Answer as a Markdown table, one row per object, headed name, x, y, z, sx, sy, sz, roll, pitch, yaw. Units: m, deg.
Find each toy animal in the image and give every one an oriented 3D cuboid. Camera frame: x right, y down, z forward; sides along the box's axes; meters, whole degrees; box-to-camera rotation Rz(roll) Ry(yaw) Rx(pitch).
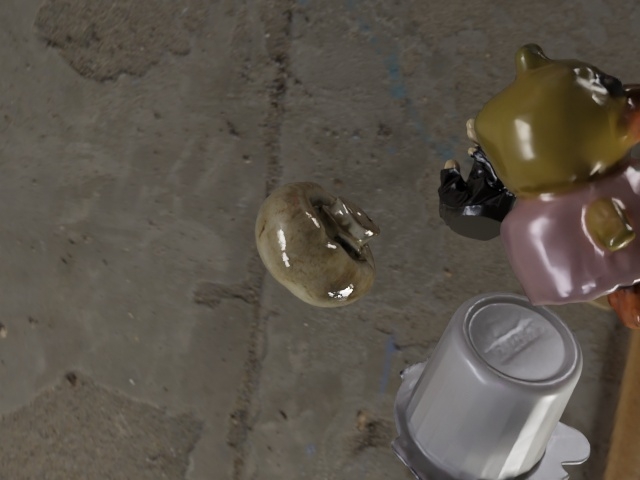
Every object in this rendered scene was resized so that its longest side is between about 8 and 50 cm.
| name | x | y | z | sx | sy | sz | roll | pitch | yaw |
| --- | --- | --- | --- | --- | --- | --- | --- | --- | --- |
| toy animal | 0.247 | -0.055 | 0.926 | 0.169 | 0.195 | 0.281 | -13 | 98 | 8 |

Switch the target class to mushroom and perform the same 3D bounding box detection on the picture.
| name | x | y | z | sx | sy | sz | roll | pitch | yaw |
| --- | --- | --- | --- | --- | --- | --- | --- | --- | --- |
| mushroom | 0.000 | 0.000 | 1.135 | 0.127 | 0.166 | 0.166 | -41 | 107 | 12 |

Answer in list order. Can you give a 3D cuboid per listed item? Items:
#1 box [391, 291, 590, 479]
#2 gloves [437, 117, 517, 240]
| name | x | y | z | sx | sy | sz | roll | pitch | yaw |
| --- | --- | --- | --- | --- | --- | --- | --- | --- | --- |
| box | 0.262 | 0.208 | 1.313 | 0.291 | 0.206 | 0.262 | 14 | 43 | 1 |
| gloves | 0.266 | -0.108 | 1.604 | 0.124 | 0.164 | 0.203 | 37 | 60 | -30 |
